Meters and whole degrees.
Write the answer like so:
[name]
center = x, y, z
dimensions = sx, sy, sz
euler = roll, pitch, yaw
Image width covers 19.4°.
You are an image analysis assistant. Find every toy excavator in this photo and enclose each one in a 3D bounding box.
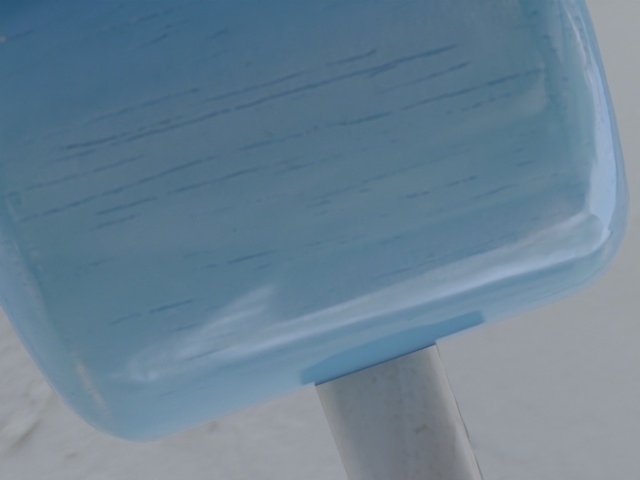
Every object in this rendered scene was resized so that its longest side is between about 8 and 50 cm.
[toy excavator]
center = 0.000, 0.000, 0.560
dimensions = 0.222, 0.433, 0.445
euler = -18, -97, 2
